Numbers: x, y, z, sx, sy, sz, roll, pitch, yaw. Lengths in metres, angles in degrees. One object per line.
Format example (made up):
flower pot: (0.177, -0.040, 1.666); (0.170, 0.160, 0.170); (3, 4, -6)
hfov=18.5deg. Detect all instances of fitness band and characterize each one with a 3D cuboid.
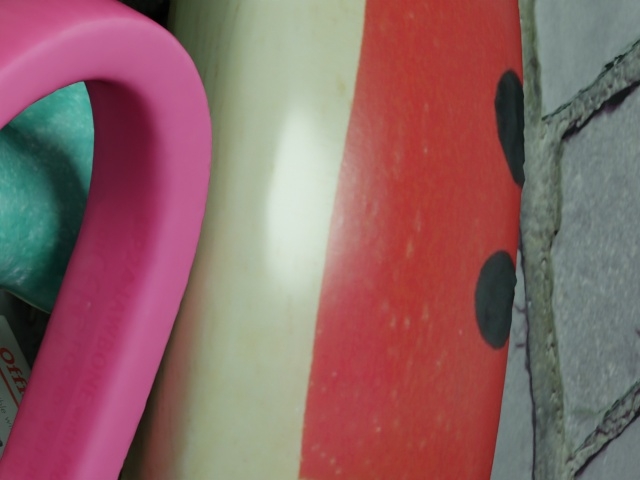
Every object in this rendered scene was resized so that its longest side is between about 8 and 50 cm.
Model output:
fitness band: (-0.127, 0.051, 0.677); (0.209, 0.054, 0.291); (0, 114, -62)

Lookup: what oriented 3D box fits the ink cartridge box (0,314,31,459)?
ink cartridge box: (-0.171, 0.094, 0.834); (0.067, 0.115, 0.198); (-38, 160, 26)

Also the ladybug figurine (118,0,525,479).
ladybug figurine: (0.000, 0.000, 0.903); (0.305, 0.161, 0.449); (125, -29, -78)

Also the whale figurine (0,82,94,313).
whale figurine: (-0.177, -0.017, 0.708); (0.272, 0.141, 0.216); (0, 84, -38)
